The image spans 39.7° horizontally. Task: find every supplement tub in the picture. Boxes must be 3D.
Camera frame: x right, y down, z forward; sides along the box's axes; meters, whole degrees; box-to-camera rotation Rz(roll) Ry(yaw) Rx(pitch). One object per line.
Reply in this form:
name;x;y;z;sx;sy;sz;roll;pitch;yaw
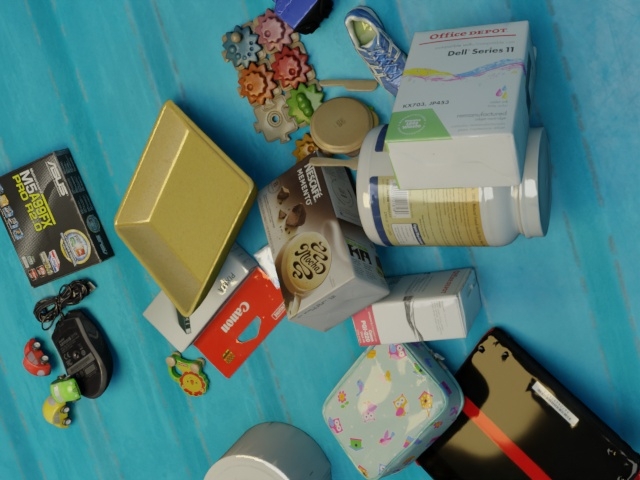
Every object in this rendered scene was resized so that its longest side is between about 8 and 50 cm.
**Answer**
supplement tub;0.244;-0.101;1.591;0.316;0.228;0.228;1;104;21

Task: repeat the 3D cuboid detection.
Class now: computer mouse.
computer mouse;-0.556;0.238;2.087;0.188;0.072;0.272;-29;80;27

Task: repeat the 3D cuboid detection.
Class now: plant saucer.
plant saucer;-0.267;-0.068;1.829;0.333;0.081;0.333;45;118;34

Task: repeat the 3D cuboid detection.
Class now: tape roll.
tape roll;-0.116;0.543;1.939;0.246;0.169;0.246;6;106;21

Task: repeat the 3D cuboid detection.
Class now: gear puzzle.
gear puzzle;-0.080;-0.283;1.768;0.175;0.044;0.339;-21;96;25

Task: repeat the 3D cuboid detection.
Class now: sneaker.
sneaker;0.111;-0.343;1.658;0.080;0.081;0.211;-39;90;24

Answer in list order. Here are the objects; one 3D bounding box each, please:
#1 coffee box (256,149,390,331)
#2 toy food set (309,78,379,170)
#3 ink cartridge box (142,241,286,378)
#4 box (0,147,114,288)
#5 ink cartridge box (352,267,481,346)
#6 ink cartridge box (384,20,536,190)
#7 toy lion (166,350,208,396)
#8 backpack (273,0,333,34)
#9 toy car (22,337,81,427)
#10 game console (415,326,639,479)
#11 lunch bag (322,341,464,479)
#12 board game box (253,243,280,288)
coffee box;0.000;0.000;1.693;0.168;0.119;0.297;-33;54;26
toy food set;0.045;-0.218;1.703;0.132;0.038;0.192;5;70;10
ink cartridge box;-0.225;0.148;1.935;0.239;0.060;0.275;44;115;7
box;-0.620;-0.048;2.033;0.216;0.060;0.270;-19;97;25
ink cartridge box;0.187;0.127;1.713;0.218;0.158;0.092;-10;105;24
ink cartridge box;0.245;-0.251;1.482;0.207;0.353;0.119;-1;138;21
toy lion;-0.302;0.310;2.026;0.100;0.034;0.096;13;116;18
backpack;-0.032;-0.448;1.664;0.098;0.120;0.101;-43;81;15
toy car;-0.631;0.349;2.095;0.225;0.053;0.239;-8;104;55
game console;0.379;0.412;1.715;0.386;0.060;0.342;44;112;27
lunch bag;0.143;0.323;1.788;0.279;0.108;0.224;-52;58;23
board game box;-0.080;0.041;1.862;0.090;0.020;0.090;-34;90;14
